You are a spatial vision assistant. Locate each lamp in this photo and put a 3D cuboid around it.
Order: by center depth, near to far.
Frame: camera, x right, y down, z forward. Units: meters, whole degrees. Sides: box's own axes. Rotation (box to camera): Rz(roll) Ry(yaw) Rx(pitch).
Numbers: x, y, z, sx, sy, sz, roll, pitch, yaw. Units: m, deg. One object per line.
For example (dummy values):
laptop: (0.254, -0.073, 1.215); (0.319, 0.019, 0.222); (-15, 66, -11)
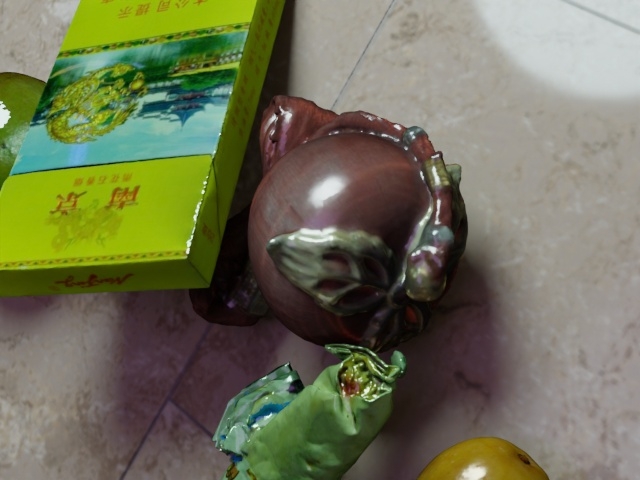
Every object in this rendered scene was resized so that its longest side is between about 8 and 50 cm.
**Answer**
lamp: (0.010, 0.006, 0.743); (0.215, 0.151, 0.223); (-57, 23, 11)

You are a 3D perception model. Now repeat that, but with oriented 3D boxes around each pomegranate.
pomegranate: (-0.260, -0.056, 0.908); (0.205, 0.159, 0.159); (33, 98, 7)

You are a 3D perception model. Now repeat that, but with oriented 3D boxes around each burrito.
burrito: (-0.040, 0.158, 0.743); (0.288, 0.054, 0.104); (-51, 59, 34)

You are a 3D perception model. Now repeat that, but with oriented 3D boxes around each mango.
mango: (0.093, 0.218, 0.675); (0.102, 0.085, 0.184); (23, 98, 32)

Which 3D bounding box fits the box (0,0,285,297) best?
box: (-0.137, -0.109, 0.814); (0.187, 0.047, 0.335); (-3, 56, 22)
